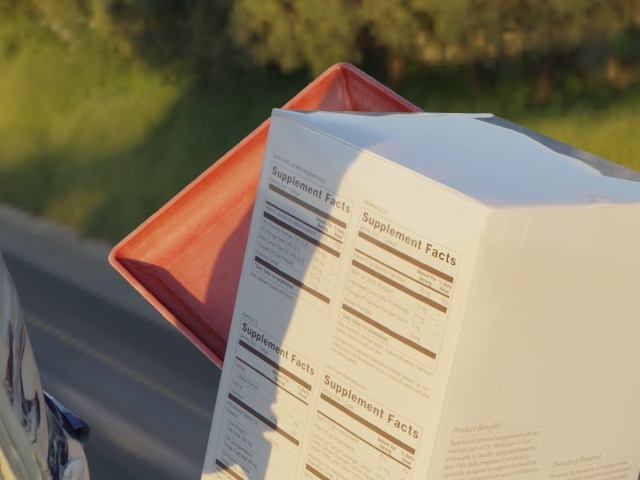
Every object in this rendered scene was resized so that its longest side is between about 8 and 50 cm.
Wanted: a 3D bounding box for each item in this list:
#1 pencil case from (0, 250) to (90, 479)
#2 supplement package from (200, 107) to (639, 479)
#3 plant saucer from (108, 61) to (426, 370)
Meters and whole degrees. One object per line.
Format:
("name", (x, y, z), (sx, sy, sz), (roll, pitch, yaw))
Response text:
("pencil case", (-0.190, 0.050, 0.723), (0.183, 0.160, 0.410), (14, -26, 7))
("supplement package", (0.078, 0.070, 1.087), (0.199, 0.263, 0.198), (-2, 21, -40))
("plant saucer", (0.000, 0.000, 1.345), (0.259, 0.048, 0.258), (-41, 44, -10))
